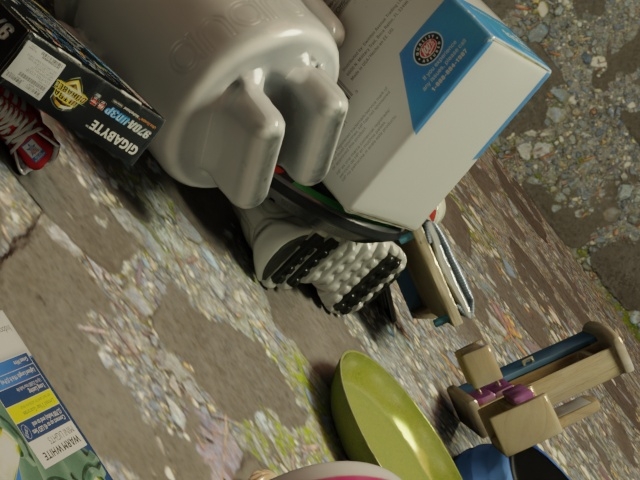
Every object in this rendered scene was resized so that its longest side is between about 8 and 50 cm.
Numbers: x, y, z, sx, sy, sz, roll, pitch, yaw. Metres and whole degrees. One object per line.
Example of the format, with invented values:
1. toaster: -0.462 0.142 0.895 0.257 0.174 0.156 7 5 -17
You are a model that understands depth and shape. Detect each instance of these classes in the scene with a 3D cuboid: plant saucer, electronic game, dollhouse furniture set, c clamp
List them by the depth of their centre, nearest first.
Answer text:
1. plant saucer: 0.079 0.221 1.617 0.241 0.037 0.241 50 15 -18
2. electronic game: -0.011 -0.069 1.659 0.229 0.048 0.229 30 16 -9
3. dollhouse furniture set: 0.215 0.054 1.862 0.286 0.198 0.303 -160 -135 -83
4. c clamp: 0.060 0.023 1.936 0.137 0.022 0.161 60 -8 36

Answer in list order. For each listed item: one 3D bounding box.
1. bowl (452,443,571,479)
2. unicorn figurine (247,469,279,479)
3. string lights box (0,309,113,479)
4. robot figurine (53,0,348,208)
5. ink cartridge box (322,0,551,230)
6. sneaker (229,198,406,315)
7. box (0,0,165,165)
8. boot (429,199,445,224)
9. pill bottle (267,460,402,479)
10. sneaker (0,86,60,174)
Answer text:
1. bowl: 0.288 0.396 1.820 0.391 0.077 0.391 50 16 -20
2. unicorn figurine: 0.001 0.241 1.278 0.162 0.060 0.111 55 15 -2
3. string lights box: -0.160 0.173 0.887 0.260 0.077 0.133 56 13 2
4. robot figurine: -0.120 -0.192 1.514 0.300 0.200 0.353 -20 56 -35
5. ink cartridge box: 0.047 -0.196 1.631 0.129 0.223 0.307 15 30 -52
6. sneaker: 0.000 0.000 1.741 0.118 0.110 0.292 53 11 27
7. box: -0.245 -0.165 1.286 0.220 0.051 0.175 42 5 36
8. boot: 0.035 -0.095 2.009 0.244 0.088 0.176 48 29 22
9. pill bottle: 0.029 0.300 1.042 0.160 0.160 0.283 39 22 -46
10. sneaker: -0.247 -0.093 1.264 0.067 0.042 0.118 58 12 22
